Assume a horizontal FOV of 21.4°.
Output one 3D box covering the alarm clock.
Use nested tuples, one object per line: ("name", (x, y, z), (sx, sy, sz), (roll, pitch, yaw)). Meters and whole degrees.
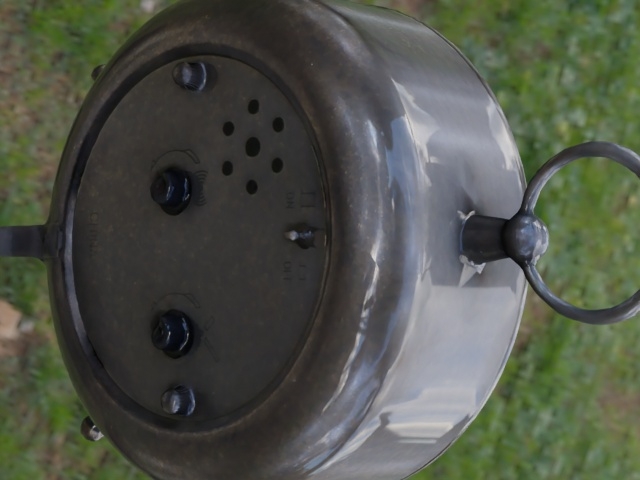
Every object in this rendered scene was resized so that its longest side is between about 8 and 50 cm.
("alarm clock", (0.000, 0.000, 0.416), (0.064, 0.192, 0.129), (6, 84, -51))
